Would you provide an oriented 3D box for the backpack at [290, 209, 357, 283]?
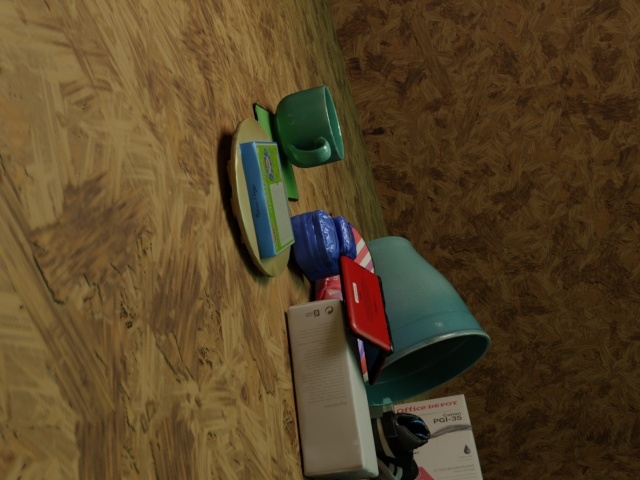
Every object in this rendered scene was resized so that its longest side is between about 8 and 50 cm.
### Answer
[{"bbox_3d":[0.000,0.000,1.086,0.120,0.101,0.097,44,28,-67],"label":"backpack"}]

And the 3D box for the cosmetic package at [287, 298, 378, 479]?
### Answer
[{"bbox_3d":[0.016,0.210,0.950,0.117,0.086,0.230,59,22,-61],"label":"cosmetic package"}]

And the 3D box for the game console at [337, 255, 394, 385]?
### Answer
[{"bbox_3d":[0.052,0.116,0.994,0.124,0.085,0.144,32,33,-32],"label":"game console"}]

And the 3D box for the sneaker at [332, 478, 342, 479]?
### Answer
[{"bbox_3d":[0.020,0.356,0.821,0.124,0.107,0.283,60,3,21],"label":"sneaker"}]

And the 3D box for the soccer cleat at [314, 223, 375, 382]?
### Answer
[{"bbox_3d":[0.035,0.084,1.176,0.116,0.109,0.318,57,25,-54],"label":"soccer cleat"}]

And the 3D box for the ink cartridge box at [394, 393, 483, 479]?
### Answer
[{"bbox_3d":[0.285,0.534,1.707,0.283,0.208,0.117,-88,165,-58],"label":"ink cartridge box"}]

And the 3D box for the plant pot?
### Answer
[{"bbox_3d":[0.146,0.142,1.318,0.271,0.272,0.255,61,5,-60],"label":"plant pot"}]

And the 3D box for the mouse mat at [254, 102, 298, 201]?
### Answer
[{"bbox_3d":[-0.071,-0.141,1.136,0.190,0.007,0.152,-7,84,-79],"label":"mouse mat"}]

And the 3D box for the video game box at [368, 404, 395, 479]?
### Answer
[{"bbox_3d":[0.140,0.423,1.500,0.187,0.048,0.205,65,16,-60],"label":"video game box"}]

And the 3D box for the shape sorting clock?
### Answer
[{"bbox_3d":[-0.076,-0.054,0.884,0.206,0.041,0.206,-9,90,-81],"label":"shape sorting clock"}]

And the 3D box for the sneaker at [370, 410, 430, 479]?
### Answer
[{"bbox_3d":[0.168,0.400,1.311,0.217,0.121,0.079,47,28,-38],"label":"sneaker"}]

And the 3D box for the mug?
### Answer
[{"bbox_3d":[-0.025,-0.186,1.145,0.158,0.098,0.129,-29,107,-79],"label":"mug"}]
